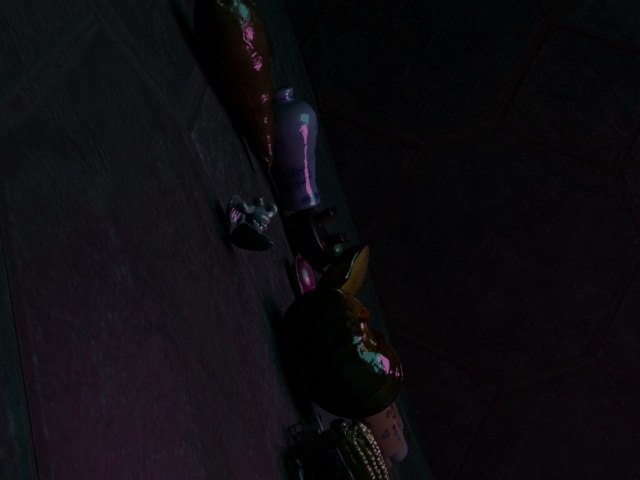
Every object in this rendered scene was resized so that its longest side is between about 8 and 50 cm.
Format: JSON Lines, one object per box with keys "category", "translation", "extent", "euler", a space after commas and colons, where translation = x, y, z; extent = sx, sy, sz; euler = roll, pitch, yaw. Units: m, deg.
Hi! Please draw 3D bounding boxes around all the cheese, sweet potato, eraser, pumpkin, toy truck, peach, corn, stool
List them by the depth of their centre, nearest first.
{"category": "toy truck", "translation": [0.013, 0.354, 1.467], "extent": [0.115, 0.080, 0.177], "euler": [-120, -173, -72]}
{"category": "pumpkin", "translation": [0.030, 0.192, 1.707], "extent": [0.238, 0.159, 0.238], "euler": [46, 14, -15]}
{"category": "corn", "translation": [0.083, 0.439, 1.737], "extent": [0.097, 0.097, 0.319], "euler": [-91, 163, -70]}
{"category": "sweet potato", "translation": [-0.147, -0.310, 1.896], "extent": [0.422, 0.131, 0.130], "euler": [76, 1, -46]}
{"category": "cheese", "translation": [-0.033, 0.091, 2.008], "extent": [0.095, 0.038, 0.145], "euler": [60, 19, -52]}
{"category": "stool", "translation": [0.000, 0.000, 2.210], "extent": [0.217, 0.121, 0.125], "euler": [52, 18, -56]}
{"category": "peach", "translation": [0.046, 0.083, 2.221], "extent": [0.068, 0.189, 0.279], "euler": [28, 1, 10]}
{"category": "eraser", "translation": [0.110, 0.351, 2.240], "extent": [0.171, 0.087, 0.290], "euler": [-96, 165, -53]}

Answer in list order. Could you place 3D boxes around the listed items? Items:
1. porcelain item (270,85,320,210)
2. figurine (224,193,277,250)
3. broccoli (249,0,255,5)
{"category": "porcelain item", "translation": [-0.066, -0.196, 2.160], "extent": [0.141, 0.141, 0.259], "euler": [-83, 161, -76]}
{"category": "figurine", "translation": [-0.107, -0.032, 1.549], "extent": [0.094, 0.082, 0.086], "euler": [52, 41, -52]}
{"category": "broccoli", "translation": [-0.184, -0.569, 2.169], "extent": [0.154, 0.160, 0.167], "euler": [44, 18, 2]}
